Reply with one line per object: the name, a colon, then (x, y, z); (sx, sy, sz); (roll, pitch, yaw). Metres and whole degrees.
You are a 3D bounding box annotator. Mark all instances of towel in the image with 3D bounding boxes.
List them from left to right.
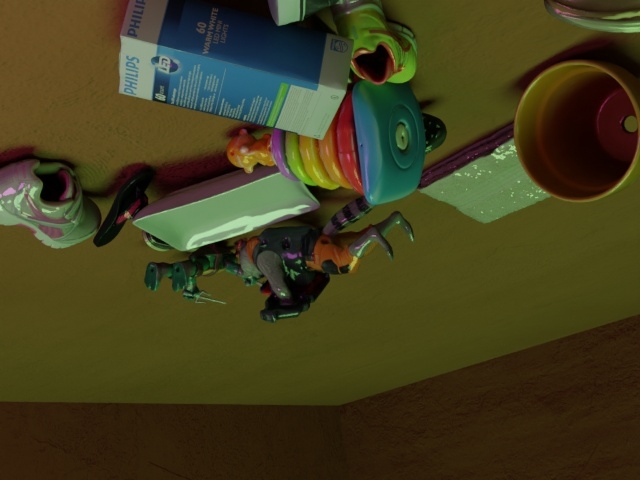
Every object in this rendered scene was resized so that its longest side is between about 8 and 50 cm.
towel: (0.327, -0.113, 1.700); (0.187, 0.049, 0.282); (25, 145, -31)

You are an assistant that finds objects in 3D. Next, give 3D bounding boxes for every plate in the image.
plate: (-0.154, -0.062, 1.651); (0.278, 0.045, 0.277); (-17, 167, 6)

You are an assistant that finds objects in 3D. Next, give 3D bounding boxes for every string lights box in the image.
string lights box: (-0.103, -0.205, 1.145); (0.259, 0.077, 0.133); (13, 158, -9)

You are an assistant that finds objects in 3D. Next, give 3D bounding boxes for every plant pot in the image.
plant pot: (0.427, -0.170, 1.452); (0.188, 0.205, 0.205); (-13, 170, -45)

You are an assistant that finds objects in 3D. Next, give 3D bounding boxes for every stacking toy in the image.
stacking toy: (-0.011, -0.138, 1.415); (0.301, 0.175, 0.165); (-3, -170, 32)

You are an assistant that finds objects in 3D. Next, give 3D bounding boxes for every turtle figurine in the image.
turtle figurine: (-0.226, 0.063, 1.928); (0.175, 0.118, 0.234); (-24, 167, 37)

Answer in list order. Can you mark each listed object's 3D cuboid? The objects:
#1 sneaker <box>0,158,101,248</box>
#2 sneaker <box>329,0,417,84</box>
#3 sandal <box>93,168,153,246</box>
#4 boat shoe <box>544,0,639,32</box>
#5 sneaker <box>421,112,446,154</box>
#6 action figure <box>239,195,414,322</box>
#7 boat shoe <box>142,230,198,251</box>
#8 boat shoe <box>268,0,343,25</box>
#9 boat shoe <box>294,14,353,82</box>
sneaker: (-0.413, -0.059, 1.509); (0.111, 0.103, 0.252); (-19, 164, 19)
sneaker: (0.071, -0.233, 1.228); (0.081, 0.094, 0.208); (-19, 161, 22)
sandal: (-0.315, -0.047, 1.587); (0.179, 0.040, 0.067); (-54, 164, 30)
boat shoe: (0.424, -0.324, 1.125); (0.324, 0.123, 0.116); (-4, 129, 14)
sneaker: (0.108, -0.144, 1.543); (0.234, 0.078, 0.106); (-17, 163, 33)
action figure: (0.000, 0.000, 1.810); (0.330, 0.179, 0.341); (-13, -160, 19)
boat shoe: (-0.269, -0.011, 1.804); (0.049, 0.056, 0.152); (-25, 165, 29)
boat shoe: (-0.003, -0.306, 0.956); (0.104, 0.113, 0.306); (-14, 165, -5)
boat shoe: (0.001, -0.243, 1.246); (0.045, 0.050, 0.135); (-13, 151, 24)
